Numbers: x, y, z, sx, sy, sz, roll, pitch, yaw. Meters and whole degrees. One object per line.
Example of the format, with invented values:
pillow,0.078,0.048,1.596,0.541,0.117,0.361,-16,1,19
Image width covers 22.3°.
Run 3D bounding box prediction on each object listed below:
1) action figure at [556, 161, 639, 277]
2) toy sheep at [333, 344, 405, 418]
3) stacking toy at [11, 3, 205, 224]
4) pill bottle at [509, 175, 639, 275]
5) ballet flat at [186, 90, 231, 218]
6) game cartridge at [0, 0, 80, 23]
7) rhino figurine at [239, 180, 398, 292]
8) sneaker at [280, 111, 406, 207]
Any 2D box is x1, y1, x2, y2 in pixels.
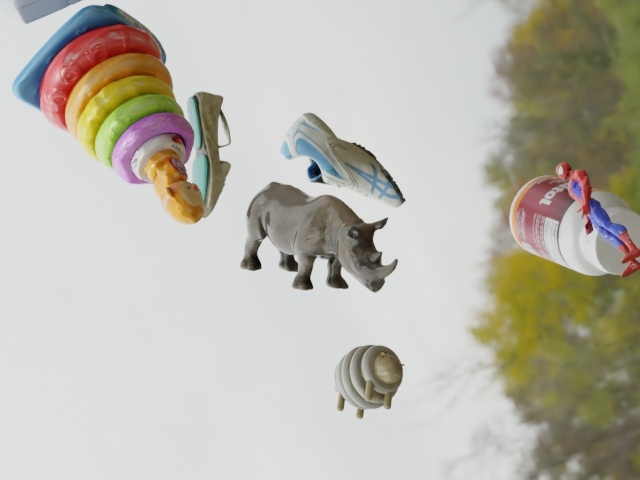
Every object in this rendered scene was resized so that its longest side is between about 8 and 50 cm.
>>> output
action figure,0.229,-0.022,1.356,0.115,0.030,0.038,63,180,32
toy sheep,0.058,0.177,2.076,0.091,0.132,0.091,16,-116,-37
stacking toy,-0.217,-0.127,1.935,0.175,0.166,0.302,32,-162,-54
pill bottle,0.262,-0.013,1.633,0.086,0.086,0.152,62,165,-22
ballet flat,-0.139,-0.112,2.102,0.057,0.052,0.168,162,106,-64
game cartridge,-0.281,-0.372,2.133,0.196,0.294,0.060,33,149,63
rhino figurine,0.000,0.000,1.760,0.073,0.243,0.106,-7,-75,-38
sneaker,0.034,-0.108,2.434,0.237,0.086,0.085,33,-167,-35
